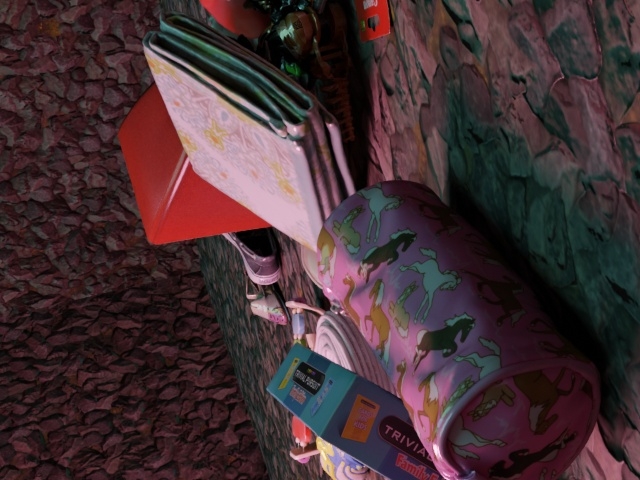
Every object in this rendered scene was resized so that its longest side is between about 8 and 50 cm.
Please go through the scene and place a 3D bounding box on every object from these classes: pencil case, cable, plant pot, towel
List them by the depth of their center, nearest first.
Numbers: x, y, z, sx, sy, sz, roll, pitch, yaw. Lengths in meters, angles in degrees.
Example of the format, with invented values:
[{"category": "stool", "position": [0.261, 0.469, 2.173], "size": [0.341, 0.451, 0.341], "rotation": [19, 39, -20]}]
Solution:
[{"category": "pencil case", "position": [0.123, 0.084, 1.049], "size": [0.386, 0.160, 0.167], "rotation": [-125, 37, -57]}, {"category": "towel", "position": [-0.091, -0.142, 1.536], "size": [0.320, 0.090, 0.374], "rotation": [35, 160, 25]}, {"category": "cable", "position": [0.063, 0.234, 1.699], "size": [0.257, 0.089, 0.257], "rotation": [-116, 18, -45]}, {"category": "plant pot", "position": [-0.208, -0.182, 1.952], "size": [0.236, 0.267, 0.267], "rotation": [118, 137, -56]}]

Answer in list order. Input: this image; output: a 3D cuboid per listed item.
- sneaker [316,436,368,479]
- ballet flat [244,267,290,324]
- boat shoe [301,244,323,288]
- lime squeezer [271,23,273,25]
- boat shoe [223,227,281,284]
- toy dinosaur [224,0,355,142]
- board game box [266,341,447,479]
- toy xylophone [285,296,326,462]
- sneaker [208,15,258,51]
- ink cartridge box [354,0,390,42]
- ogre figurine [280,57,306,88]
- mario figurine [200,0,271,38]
[{"category": "sneaker", "position": [0.056, 0.393, 1.906], "size": [0.126, 0.091, 0.240], "rotation": [36, 158, 46]}, {"category": "ballet flat", "position": [-0.141, 0.138, 2.580], "size": [0.221, 0.079, 0.077], "rotation": [-117, 18, -48]}, {"category": "boat shoe", "position": [0.000, 0.000, 1.859], "size": [0.065, 0.075, 0.206], "rotation": [16, -138, -53]}, {"category": "lime squeezer", "position": [-0.122, -0.422, 1.871], "size": [0.110, 0.059, 0.310], "rotation": [-15, 89, 55]}, {"category": "boat shoe", "position": [-0.175, -0.028, 2.492], "size": [0.102, 0.108, 0.301], "rotation": [88, 161, -44]}, {"category": "toy dinosaur", "position": [-0.035, -0.292, 1.455], "size": [0.218, 0.164, 0.322], "rotation": [151, 118, -63]}, {"category": "board game box", "position": [0.087, 0.230, 1.228], "size": [0.079, 0.254, 0.336], "rotation": [-59, 11, -7]}, {"category": "toy xylophone", "position": [-0.023, 0.274, 2.057], "size": [0.236, 0.081, 0.322], "rotation": [120, 148, -74]}, {"category": "sneaker", "position": [-0.166, -0.359, 2.038], "size": [0.262, 0.121, 0.099], "rotation": [91, 162, -51]}, {"category": "ink cartridge box", "position": [0.035, -0.338, 1.302], "size": [0.145, 0.045, 0.179], "rotation": [-156, 56, -76]}, {"category": "ogre figurine", "position": [-0.064, -0.236, 1.781], "size": [0.118, 0.097, 0.197], "rotation": [41, 162, 41]}, {"category": "mario figurine", "position": [-0.105, -0.479, 1.722], "size": [0.198, 0.170, 0.320], "rotation": [25, -126, -57]}]
